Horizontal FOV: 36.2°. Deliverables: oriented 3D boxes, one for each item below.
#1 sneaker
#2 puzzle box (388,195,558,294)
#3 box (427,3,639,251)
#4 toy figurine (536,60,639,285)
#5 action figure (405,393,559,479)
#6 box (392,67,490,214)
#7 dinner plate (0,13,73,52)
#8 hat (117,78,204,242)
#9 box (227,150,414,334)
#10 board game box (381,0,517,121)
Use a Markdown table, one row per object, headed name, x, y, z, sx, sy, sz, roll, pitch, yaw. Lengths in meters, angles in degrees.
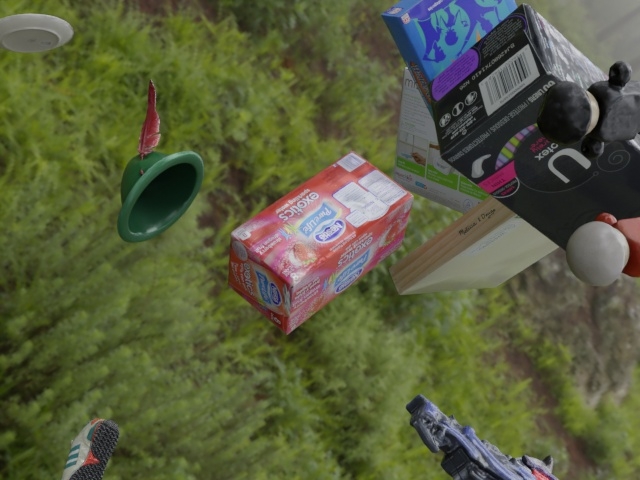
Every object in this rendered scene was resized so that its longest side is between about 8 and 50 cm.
| name | x | y | z | sx | sy | sz | roll | pitch | yaw |
| --- | --- | --- | --- | --- | --- | --- | --- | --- | --- |
| sneaker | -0.400 | 0.373 | 1.647 | 0.057 | 0.161 | 0.075 | 36 | -21 | -33 |
| puzzle box | 0.333 | -0.036 | 1.521 | 0.272 | 0.409 | 0.052 | 0 | 60 | -46 |
| box | 0.281 | -0.123 | 1.181 | 0.270 | 0.165 | 0.143 | 31 | 37 | -31 |
| toy figurine | 0.313 | -0.068 | 0.874 | 0.148 | 0.209 | 0.213 | -6 | 86 | -35 |
| action figure | 0.176 | 0.346 | 1.096 | 0.341 | 0.178 | 0.330 | 43 | 43 | 0 |
| box | 0.266 | -0.180 | 1.765 | 0.127 | 0.231 | 0.262 | -12 | 25 | -37 |
| dinner plate | -0.480 | -0.336 | 1.620 | 0.141 | 0.141 | 0.017 | 20 | 59 | -69 |
| hat | -0.304 | -0.121 | 1.572 | 0.183 | 0.173 | 0.208 | 38 | 36 | 19 |
| box | 0.000 | 0.000 | 1.417 | 0.128 | 0.257 | 0.122 | 38 | -35 | 23 |
| board game box | 0.192 | -0.244 | 1.269 | 0.210 | 0.160 | 0.047 | 58 | -14 | -29 |
